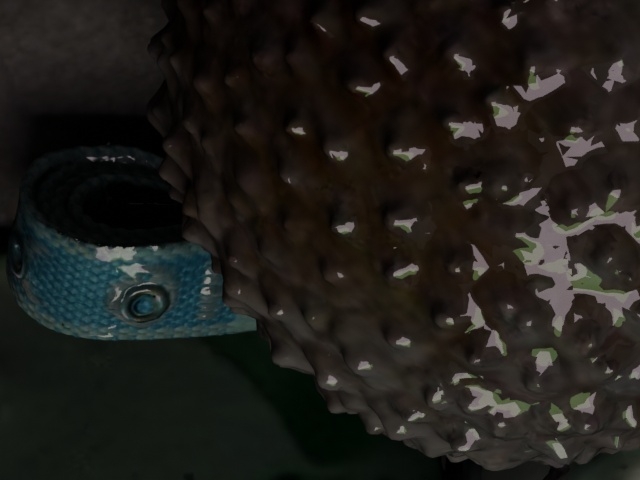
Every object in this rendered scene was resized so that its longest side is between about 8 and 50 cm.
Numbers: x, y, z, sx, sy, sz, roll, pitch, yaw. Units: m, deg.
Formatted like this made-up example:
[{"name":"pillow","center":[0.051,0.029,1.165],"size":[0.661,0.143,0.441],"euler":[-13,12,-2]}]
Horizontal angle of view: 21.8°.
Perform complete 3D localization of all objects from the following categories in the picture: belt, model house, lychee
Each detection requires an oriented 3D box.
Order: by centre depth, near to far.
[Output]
[{"name":"lychee","center":[0.085,-0.058,0.645],"size":[0.300,0.300,0.300],"euler":[-9,141,-8]},{"name":"belt","center":[0.000,0.000,0.806],"size":[0.302,0.087,0.072],"euler":[1,128,-22]},{"name":"model house","center":[-0.100,0.166,0.925],"size":[0.267,0.194,0.325],"euler":[-1,146,-17]}]

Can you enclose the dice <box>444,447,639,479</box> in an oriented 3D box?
[{"name":"dice","center":[0.216,0.222,0.836],"size":[0.348,0.331,0.328],"euler":[2,172,1]}]

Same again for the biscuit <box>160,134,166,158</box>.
[{"name":"biscuit","center":[-0.022,-0.041,0.830],"size":[0.102,0.019,0.130],"euler":[-29,140,18]}]
